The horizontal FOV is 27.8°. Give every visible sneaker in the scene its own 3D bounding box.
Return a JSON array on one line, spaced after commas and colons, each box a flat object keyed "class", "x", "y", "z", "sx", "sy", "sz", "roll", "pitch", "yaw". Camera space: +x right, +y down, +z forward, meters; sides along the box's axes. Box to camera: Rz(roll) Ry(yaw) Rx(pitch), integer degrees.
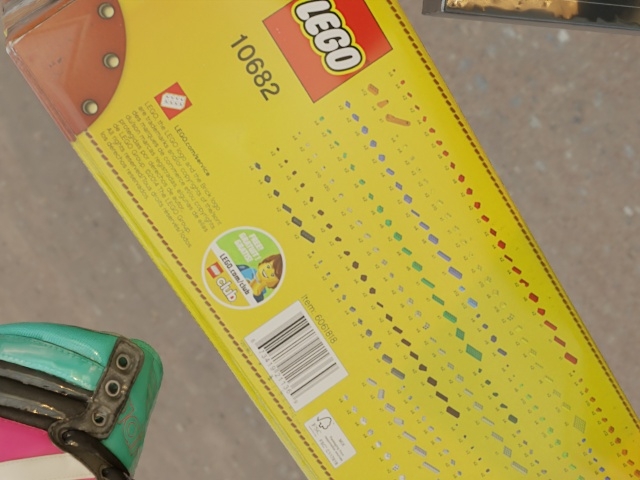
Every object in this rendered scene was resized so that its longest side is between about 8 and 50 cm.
[{"class": "sneaker", "x": -0.121, "y": 0.149, "z": 0.729, "sx": 0.295, "sy": 0.178, "sz": 0.124, "roll": 35, "pitch": 138, "yaw": 1}]

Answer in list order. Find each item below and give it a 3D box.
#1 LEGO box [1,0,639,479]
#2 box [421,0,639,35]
[{"class": "LEGO box", "x": 0.000, "y": 0.000, "z": 0.900, "sx": 0.500, "sy": 0.193, "sz": 0.372, "roll": 57, "pitch": 176, "yaw": -20}, {"class": "box", "x": 0.232, "y": -0.277, "z": 1.134, "sx": 0.103, "sy": 0.261, "sz": 0.184, "roll": -139, "pitch": 54, "yaw": -81}]
